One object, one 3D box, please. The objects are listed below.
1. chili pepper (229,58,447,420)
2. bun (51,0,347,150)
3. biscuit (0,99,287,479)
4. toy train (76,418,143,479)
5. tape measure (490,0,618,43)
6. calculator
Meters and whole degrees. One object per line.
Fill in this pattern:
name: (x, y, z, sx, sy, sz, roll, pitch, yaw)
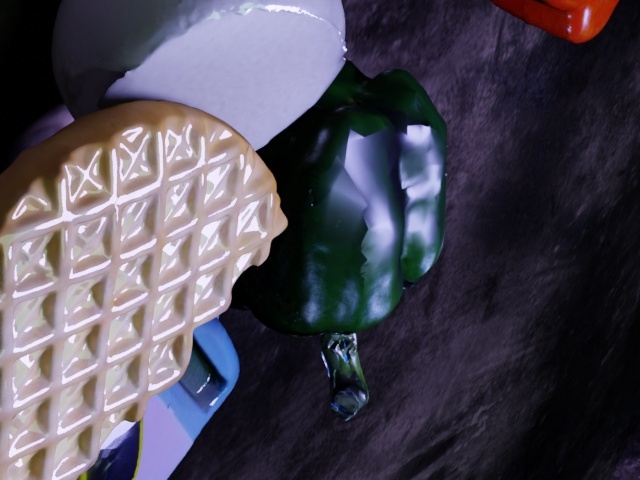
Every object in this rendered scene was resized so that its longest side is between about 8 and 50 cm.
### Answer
chili pepper: (0.000, 0.000, 1.275, 0.174, 0.165, 0.261, -58, 160, -53)
bun: (-0.075, -0.127, 1.034, 0.173, 0.120, 0.173, -20, 155, -10)
biscuit: (-0.135, 0.040, 0.966, 0.309, 0.040, 0.204, -48, 146, -20)
toy train: (-0.196, 0.125, 1.076, 0.219, 0.127, 0.089, -31, 141, -45)
tape measure: (0.205, -0.300, 1.395, 0.253, 0.114, 0.260, -56, 152, -8)
calculator: (-0.156, 0.150, 1.276, 0.293, 0.051, 0.173, -54, 154, -14)
